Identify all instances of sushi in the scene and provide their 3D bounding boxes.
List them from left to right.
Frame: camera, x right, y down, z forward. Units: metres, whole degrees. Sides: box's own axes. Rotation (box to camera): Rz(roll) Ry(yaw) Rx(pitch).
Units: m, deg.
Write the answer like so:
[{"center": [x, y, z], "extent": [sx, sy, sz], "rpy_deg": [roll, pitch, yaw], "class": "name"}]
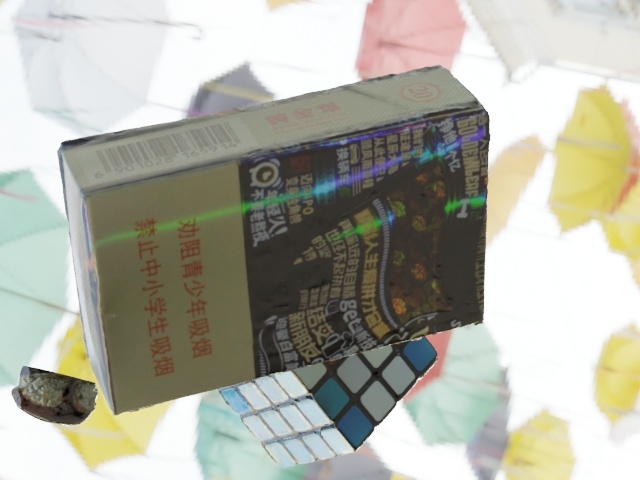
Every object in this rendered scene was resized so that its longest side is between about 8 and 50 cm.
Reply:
[{"center": [-0.248, 0.146, 1.478], "extent": [0.083, 0.044, 0.046], "rpy_deg": [19, -103, -35], "class": "sushi"}]

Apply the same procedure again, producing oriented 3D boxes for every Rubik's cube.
[{"center": [-0.005, 0.120, 1.630], "extent": [0.154, 0.155, 0.151], "rpy_deg": [50, -124, -9], "class": "Rubik's cube"}]

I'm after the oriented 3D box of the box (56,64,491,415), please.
[{"center": [-0.029, -0.002, 1.201], "extent": [0.310, 0.084, 0.198], "rpy_deg": [-13, -57, -15], "class": "box"}]
